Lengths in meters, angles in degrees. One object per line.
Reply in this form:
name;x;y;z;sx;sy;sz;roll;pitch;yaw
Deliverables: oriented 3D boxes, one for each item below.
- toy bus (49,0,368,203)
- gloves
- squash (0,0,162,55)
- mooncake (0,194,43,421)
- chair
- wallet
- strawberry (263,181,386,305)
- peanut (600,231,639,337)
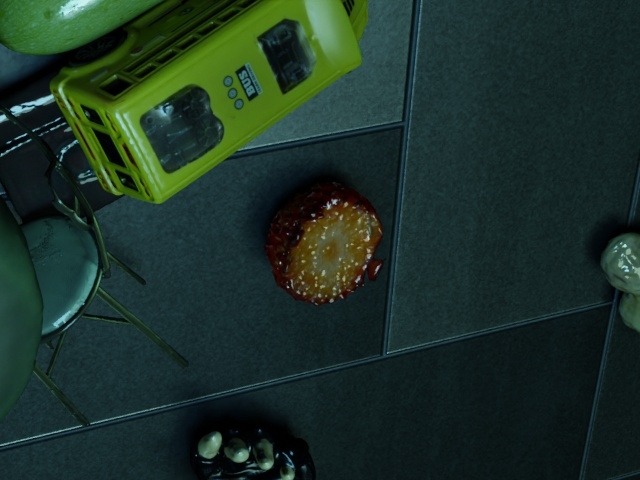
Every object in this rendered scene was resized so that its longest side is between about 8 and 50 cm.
toy bus;-0.077;-0.174;1.559;0.331;0.151;0.145;-37;120;-20
gloves;-0.087;0.272;1.949;0.164;0.124;0.203;-42;134;-17
squash;-0.225;-0.239;1.515;0.187;0.123;0.123;-30;132;-2
mooncake;-0.427;0.056;1.426;0.356;0.194;0.356;-18;129;-23
chair;-0.267;0.031;1.616;0.170;0.159;0.325;-33;143;2
wallet;-0.222;-0.109;1.652;0.229;0.049;0.182;-28;135;-6
strawberry;0.000;0.000;1.824;0.145;0.086;0.145;-16;131;-19
peanut;0.425;0.064;2.103;0.104;0.085;0.228;-27;131;5
